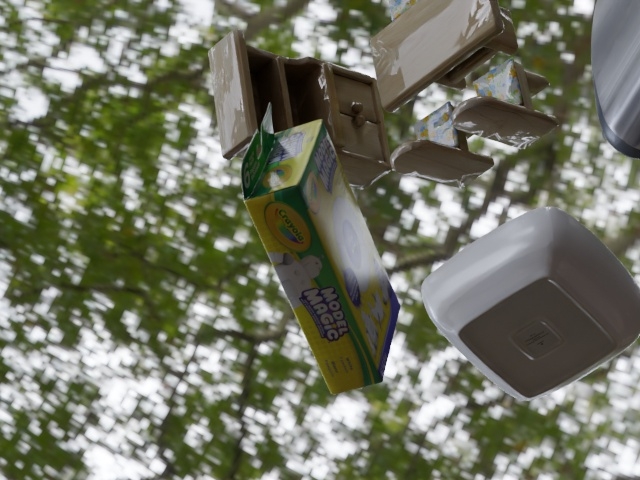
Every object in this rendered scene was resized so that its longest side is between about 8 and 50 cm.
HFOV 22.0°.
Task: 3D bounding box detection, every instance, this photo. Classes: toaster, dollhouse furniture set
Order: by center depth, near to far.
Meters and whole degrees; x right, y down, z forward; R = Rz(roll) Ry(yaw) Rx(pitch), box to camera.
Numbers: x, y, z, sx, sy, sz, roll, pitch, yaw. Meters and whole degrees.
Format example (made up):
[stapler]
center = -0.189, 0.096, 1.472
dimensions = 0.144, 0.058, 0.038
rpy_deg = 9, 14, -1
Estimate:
[toaster]
center = 0.274, -0.149, 1.172
dimensions = 0.129, 0.227, 0.146
rpy_deg = 16, -47, -7
[dollhouse furniture set]
center = 0.044, -0.152, 1.377
dimensions = 0.161, 0.242, 0.212
rpy_deg = 13, -123, -38

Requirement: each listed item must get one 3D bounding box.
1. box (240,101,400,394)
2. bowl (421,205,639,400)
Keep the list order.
[box]
center = 0.000, 0.000, 1.103
dimensions = 0.105, 0.043, 0.179
rpy_deg = -72, -40, -59
[bowl]
center = 0.163, 0.057, 1.239
dimensions = 0.142, 0.053, 0.142
rpy_deg = -34, -62, 25
